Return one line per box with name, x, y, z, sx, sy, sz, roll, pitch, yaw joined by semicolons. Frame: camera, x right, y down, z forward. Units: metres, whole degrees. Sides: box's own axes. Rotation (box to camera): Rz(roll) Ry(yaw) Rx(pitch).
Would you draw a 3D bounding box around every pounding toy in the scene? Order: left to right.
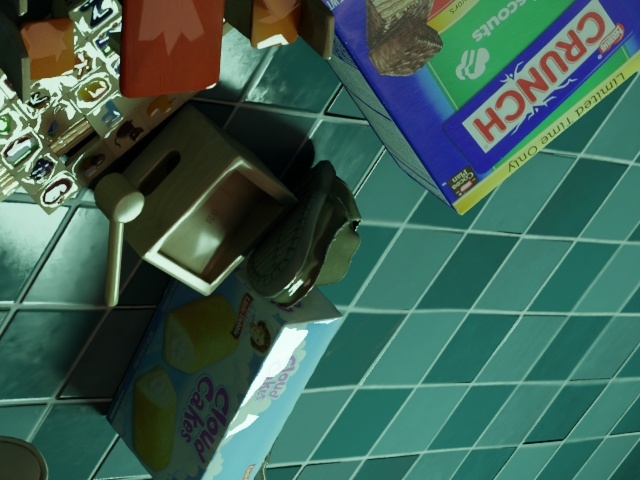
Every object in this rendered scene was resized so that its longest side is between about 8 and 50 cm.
pounding toy;-0.151;-0.031;1.625;0.181;0.094;0.206;-46;149;4

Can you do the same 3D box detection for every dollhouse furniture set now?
dollhouse furniture set;-0.108;-0.223;1.341;0.262;0.135;0.259;-10;127;-22

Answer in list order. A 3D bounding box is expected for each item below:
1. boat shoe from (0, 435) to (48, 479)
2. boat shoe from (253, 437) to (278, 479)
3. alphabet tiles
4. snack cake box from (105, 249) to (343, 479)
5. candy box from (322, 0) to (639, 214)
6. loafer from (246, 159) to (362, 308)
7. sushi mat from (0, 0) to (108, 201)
boat shoe;-0.420;0.283;1.710;0.335;0.112;0.095;-24;163;-19
boat shoe;-0.081;0.217;2.032;0.073;0.080;0.224;-29;143;-12
alphabet tiles;-0.177;-0.140;1.509;0.237;0.009;0.198;-41;151;-5
snack cake box;-0.102;0.131;1.827;0.089;0.152;0.264;-6;133;-45
candy box;0.134;-0.219;1.617;0.268;0.122;0.317;-41;133;-3
loafer;0.000;0.000;1.722;0.094;0.087;0.251;-42;-170;24
sushi mat;-0.287;-0.075;1.489;0.316;0.019;0.151;-38;150;-9
